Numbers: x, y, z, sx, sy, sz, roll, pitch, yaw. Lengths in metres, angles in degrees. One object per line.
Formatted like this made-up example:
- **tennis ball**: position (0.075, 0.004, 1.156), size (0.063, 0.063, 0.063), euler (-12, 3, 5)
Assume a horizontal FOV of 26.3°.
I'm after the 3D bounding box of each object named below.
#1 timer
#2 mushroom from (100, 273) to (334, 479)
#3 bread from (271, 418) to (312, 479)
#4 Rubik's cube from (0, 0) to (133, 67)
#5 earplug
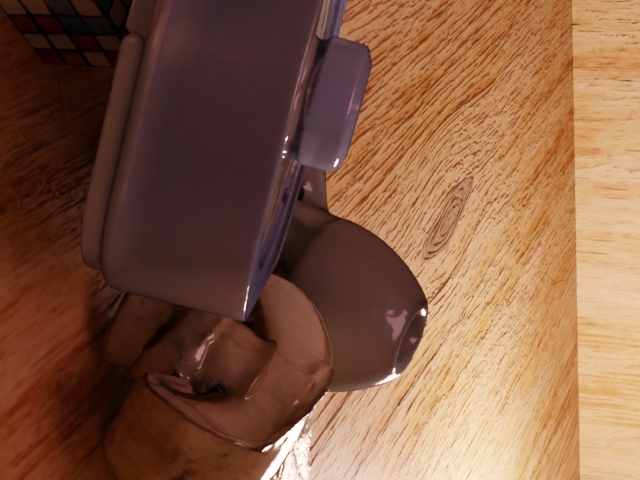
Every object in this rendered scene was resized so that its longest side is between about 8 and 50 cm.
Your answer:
- **timer**: position (-0.048, -0.139, 1.114), size (0.395, 0.173, 0.395), euler (16, 90, -87)
- **mushroom**: position (-0.114, 0.144, 1.225), size (0.189, 0.195, 0.254), euler (-59, 179, 28)
- **bread**: position (-0.068, 0.305, 1.410), size (0.316, 0.054, 0.316), euler (15, 90, -79)
- **Rubik's cube**: position (-0.183, -0.198, 1.066), size (0.092, 0.092, 0.092), euler (60, 40, -55)
- **earplug**: position (-0.010, 0.006, 1.430), size (0.326, 0.175, 0.214), euler (65, 22, 7)
